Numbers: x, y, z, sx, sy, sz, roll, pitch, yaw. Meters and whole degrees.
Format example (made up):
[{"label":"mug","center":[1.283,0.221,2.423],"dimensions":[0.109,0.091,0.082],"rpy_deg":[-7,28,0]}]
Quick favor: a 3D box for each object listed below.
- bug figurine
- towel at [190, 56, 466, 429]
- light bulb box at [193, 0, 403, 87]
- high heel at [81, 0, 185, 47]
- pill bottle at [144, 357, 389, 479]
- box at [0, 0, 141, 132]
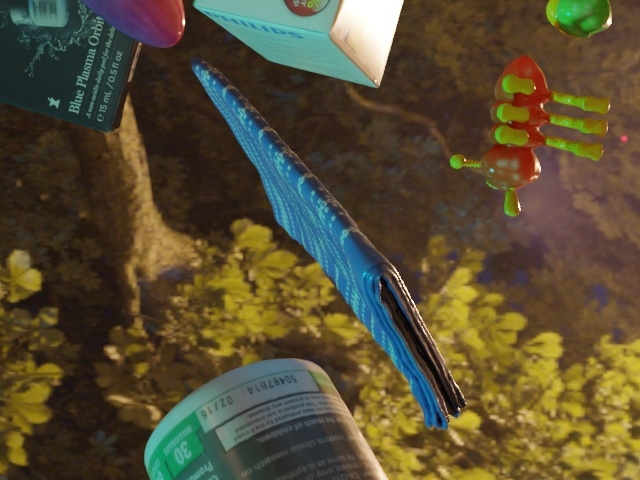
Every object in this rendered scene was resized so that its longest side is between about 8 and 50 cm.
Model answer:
[{"label":"bug figurine","center":[0.221,-0.110,0.771],"dimensions":[0.279,0.072,0.216],"rpy_deg":[10,-85,-30]},{"label":"towel","center":[0.000,0.000,0.976],"dimensions":[0.040,0.336,0.243],"rpy_deg":[-35,-42,-5]},{"label":"light bulb box","center":[0.003,-0.465,1.735],"dimensions":[0.361,0.225,0.357],"rpy_deg":[16,-91,-75]},{"label":"high heel","center":[-0.142,-0.231,0.805],"dimensions":[0.082,0.117,0.244],"rpy_deg":[-46,-46,-23]},{"label":"pill bottle","center":[-0.004,0.304,1.012],"dimensions":[0.204,0.204,0.361],"rpy_deg":[0,-134,-42]},{"label":"box","center":[-0.234,-0.190,0.966],"dimensions":[0.158,0.093,0.156],"rpy_deg":[16,-83,-8]}]
